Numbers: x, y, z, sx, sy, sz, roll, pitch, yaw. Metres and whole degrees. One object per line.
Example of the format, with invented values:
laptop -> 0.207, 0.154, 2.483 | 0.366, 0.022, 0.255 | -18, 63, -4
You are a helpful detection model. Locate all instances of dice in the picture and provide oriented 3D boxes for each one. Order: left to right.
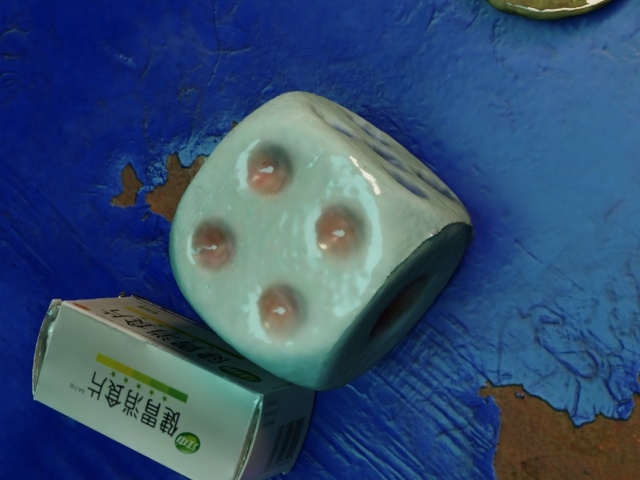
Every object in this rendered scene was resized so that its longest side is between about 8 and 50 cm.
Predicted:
dice -> 0.000, 0.000, 1.475 | 0.262, 0.264, 0.268 | 41, 106, 18

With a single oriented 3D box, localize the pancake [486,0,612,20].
pancake -> 0.271, -0.373, 1.474 | 0.241, 0.050, 0.242 | -1, 84, 13

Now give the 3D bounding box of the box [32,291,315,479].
box -> -0.191, 0.188, 1.609 | 0.332, 0.173, 0.145 | 22, 98, 22
